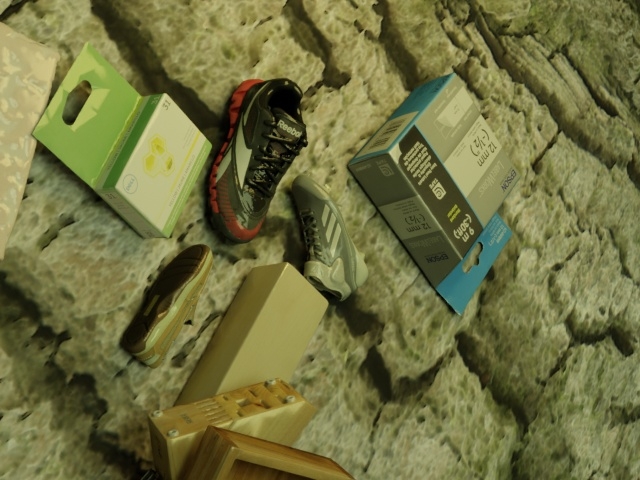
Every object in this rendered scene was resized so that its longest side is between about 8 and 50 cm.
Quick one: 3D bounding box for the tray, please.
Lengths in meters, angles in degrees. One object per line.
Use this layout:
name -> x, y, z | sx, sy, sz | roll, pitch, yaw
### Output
tray -> -0.132, 0.449, 1.345 | 0.203, 0.076, 0.410 | 23, 92, -35

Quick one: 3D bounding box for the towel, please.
towel -> -0.502, -0.161, 1.302 | 0.332, 0.053, 0.316 | 23, 66, -35

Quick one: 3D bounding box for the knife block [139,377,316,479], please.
knife block -> -0.137, 0.330, 1.406 | 0.276, 0.088, 0.242 | -14, 110, -22

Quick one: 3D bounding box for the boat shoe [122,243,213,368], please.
boat shoe -> -0.202, 0.093, 1.502 | 0.190, 0.068, 0.072 | -56, 129, -24

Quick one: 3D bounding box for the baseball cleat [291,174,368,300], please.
baseball cleat -> 0.000, 0.000, 1.688 | 0.109, 0.072, 0.205 | -40, 103, -33

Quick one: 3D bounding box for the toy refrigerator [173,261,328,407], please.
toy refrigerator -> -0.101, 0.169, 1.546 | 0.102, 0.094, 0.269 | 45, 56, -28

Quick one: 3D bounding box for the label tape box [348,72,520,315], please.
label tape box -> 0.236, -0.080, 1.885 | 0.347, 0.115, 0.249 | 52, 51, -17

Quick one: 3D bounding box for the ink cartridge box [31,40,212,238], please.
ink cartridge box -> -0.262, -0.136, 1.469 | 0.235, 0.056, 0.171 | 50, 51, -41

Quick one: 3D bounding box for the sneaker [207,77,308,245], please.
sneaker -> -0.088, -0.128, 1.600 | 0.098, 0.135, 0.276 | 27, 64, -36
